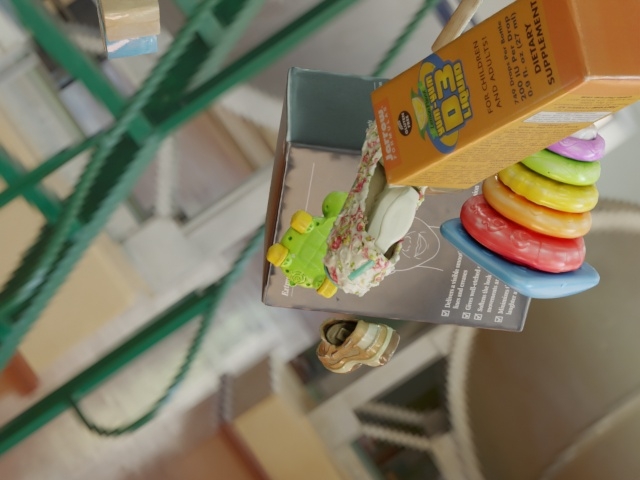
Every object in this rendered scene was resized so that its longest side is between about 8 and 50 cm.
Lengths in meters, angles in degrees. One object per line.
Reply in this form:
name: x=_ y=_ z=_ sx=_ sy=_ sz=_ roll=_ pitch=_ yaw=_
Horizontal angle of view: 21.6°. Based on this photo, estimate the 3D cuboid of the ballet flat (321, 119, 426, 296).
ballet flat: x=0.073 y=-0.045 z=1.646 sx=0.091 sy=0.077 sz=0.241 roll=39 pitch=49 yaw=-24

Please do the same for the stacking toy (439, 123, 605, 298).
stacking toy: x=0.282 y=-0.096 z=2.019 sx=0.175 sy=0.301 sz=0.166 roll=-2 pitch=31 yaw=-42

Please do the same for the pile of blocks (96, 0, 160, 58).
pile of blocks: x=-0.137 y=-0.232 z=1.410 sx=0.362 sy=0.113 sz=0.149 roll=-112 pitch=-165 yaw=-63

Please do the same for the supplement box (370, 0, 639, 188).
supplement box: x=0.128 y=-0.102 z=1.122 sx=0.233 sy=0.080 sz=0.078 roll=-30 pitch=-112 yaw=58

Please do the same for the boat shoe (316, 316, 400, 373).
boat shoe: x=0.030 y=0.120 z=2.091 sx=0.072 sy=0.068 sz=0.190 roll=30 pitch=-20 yaw=-16

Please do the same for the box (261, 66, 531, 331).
box: x=0.125 y=-0.057 z=2.452 sx=0.212 sy=0.396 sz=0.293 roll=-91 pitch=-170 yaw=-53

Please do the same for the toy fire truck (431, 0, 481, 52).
toy fire truck: x=0.223 y=-0.252 z=1.471 sx=0.217 sy=0.246 sz=0.158 roll=-29 pitch=116 yaw=-54

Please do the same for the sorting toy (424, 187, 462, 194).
sorting toy: x=0.126 y=-0.065 z=2.063 sx=0.083 sy=0.062 sz=0.012 roll=3 pitch=88 yaw=-41

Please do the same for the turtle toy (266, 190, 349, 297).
turtle toy: x=0.000 y=0.000 z=1.989 sx=0.095 sy=0.130 sz=0.066 roll=34 pitch=7 yaw=-8
